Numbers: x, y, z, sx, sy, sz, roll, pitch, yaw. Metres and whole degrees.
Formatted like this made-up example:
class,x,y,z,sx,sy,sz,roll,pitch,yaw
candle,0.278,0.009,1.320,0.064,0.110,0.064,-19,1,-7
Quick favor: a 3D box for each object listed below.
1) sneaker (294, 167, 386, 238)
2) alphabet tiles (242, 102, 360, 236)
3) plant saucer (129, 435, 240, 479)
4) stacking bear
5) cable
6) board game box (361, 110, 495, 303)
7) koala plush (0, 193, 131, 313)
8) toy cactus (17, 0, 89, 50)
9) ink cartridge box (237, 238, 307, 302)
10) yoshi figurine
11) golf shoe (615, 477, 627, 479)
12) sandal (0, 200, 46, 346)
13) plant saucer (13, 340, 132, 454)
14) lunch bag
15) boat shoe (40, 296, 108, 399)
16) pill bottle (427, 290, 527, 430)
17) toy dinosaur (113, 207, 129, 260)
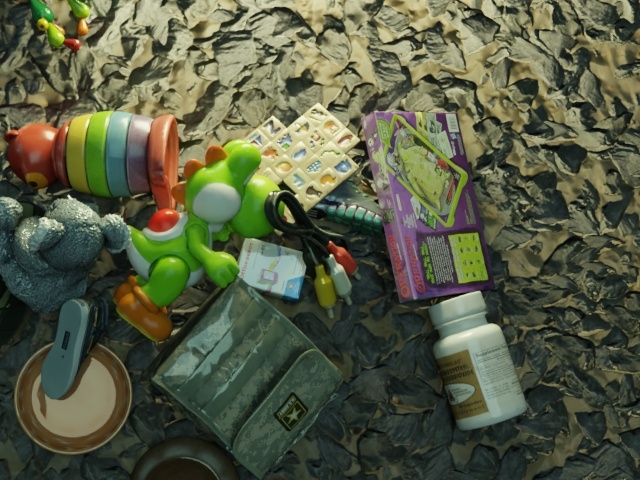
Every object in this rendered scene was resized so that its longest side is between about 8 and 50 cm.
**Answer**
class,x,y,z,sx,sy,sz,roll,pitch,yaw
sneaker,0.066,-0.074,1.987,0.224,0.083,0.098,17,73,-5
alphabet tiles,-0.052,-0.145,1.981,0.237,0.009,0.198,-41,67,-13
plant saucer,-0.234,0.437,1.848,0.199,0.036,0.198,0,90,1
stacking bear,-0.402,-0.146,1.892,0.289,0.175,0.164,2,62,0
cable,0.000,0.000,1.895,0.072,0.287,0.139,13,55,34
board game box,0.199,-0.066,1.979,0.208,0.056,0.346,-3,78,-41
koala plush,-0.424,0.005,1.786,0.196,0.221,0.203,3,74,-37
toy cactus,-0.501,-0.454,1.964,0.181,0.112,0.219,3,88,2
ink cartridge box,-0.091,0.054,1.953,0.122,0.052,0.088,15,78,-5
yoshi figurine,-0.187,0.007,1.856,0.203,0.203,0.362,36,91,23
golf shoe,0.489,0.550,1.943,0.273,0.105,0.120,-46,105,-8
sandal,-0.556,0.072,1.865,0.120,0.086,0.302,34,57,-24
plant saucer,-0.426,0.269,1.870,0.200,0.037,0.200,1,79,-8
lunch bag,-0.123,0.241,1.858,0.287,0.169,0.235,43,76,-11
boat shoe,-0.412,0.182,1.838,0.065,0.083,0.183,26,104,24
pill bottle,0.275,0.215,1.940,0.131,0.131,0.229,-16,83,-11
toy dinosaur,-0.347,-0.001,1.911,0.090,0.082,0.047,-36,48,14
